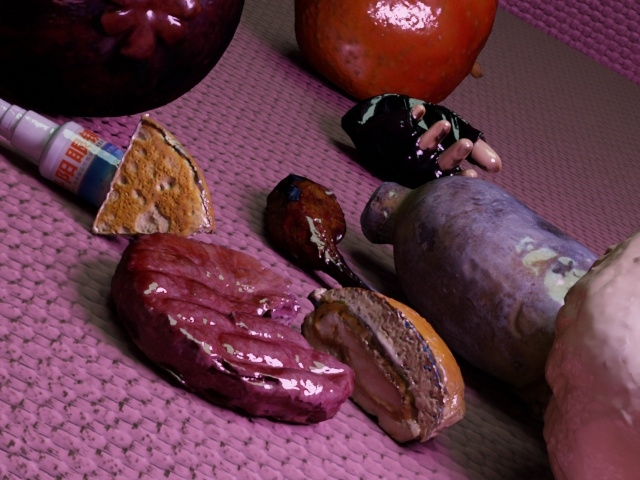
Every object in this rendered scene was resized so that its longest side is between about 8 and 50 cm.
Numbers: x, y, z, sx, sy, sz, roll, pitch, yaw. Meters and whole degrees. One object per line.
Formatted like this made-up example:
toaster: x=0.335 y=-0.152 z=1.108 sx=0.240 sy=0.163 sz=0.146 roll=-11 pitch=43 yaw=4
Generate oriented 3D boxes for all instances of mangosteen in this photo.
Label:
mangosteen: x=-0.234 y=-0.279 z=1.687 sx=0.307 sy=0.307 sz=0.347 roll=17 pitch=12 yaw=-34

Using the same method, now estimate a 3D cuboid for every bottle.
bottle: x=-0.212 y=-0.068 z=1.527 sx=0.217 sy=0.060 sz=0.060 roll=30 pitch=18 yaw=4

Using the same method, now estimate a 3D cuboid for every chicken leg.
chicken leg: x=0.000 y=0.000 z=1.689 sx=0.106 sy=0.051 sz=0.253 roll=26 pitch=21 yaw=-28

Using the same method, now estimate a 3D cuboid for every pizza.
pizza: x=-0.154 y=-0.040 z=1.480 sx=0.123 sy=0.108 sz=0.026 roll=60 pitch=3 yaw=12

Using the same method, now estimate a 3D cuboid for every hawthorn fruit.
hawthorn fruit: x=0.112 y=-0.308 z=2.356 sx=0.299 sy=0.275 sz=0.275 roll=34 pitch=16 yaw=-19

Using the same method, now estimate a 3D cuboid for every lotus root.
lotus root: x=0.177 y=0.037 z=1.680 sx=0.175 sy=0.175 sz=0.349 roll=9 pitch=27 yaw=-47

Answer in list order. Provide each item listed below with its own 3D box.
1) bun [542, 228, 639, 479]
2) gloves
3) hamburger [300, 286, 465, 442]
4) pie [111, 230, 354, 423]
bun: x=0.339 y=0.150 z=1.459 sx=0.352 sy=0.349 sz=0.227 roll=1 pitch=-12 yaw=-32
gloves: x=0.127 y=-0.110 z=2.053 sx=0.164 sy=0.124 sz=0.203 roll=1 pitch=29 yaw=-21
hamburger: x=0.072 y=0.099 z=1.469 sx=0.176 sy=0.087 sz=0.102 roll=39 pitch=22 yaw=34
pie: x=-0.075 y=0.069 z=1.384 sx=0.204 sy=0.054 sz=0.219 roll=21 pitch=22 yaw=-25
